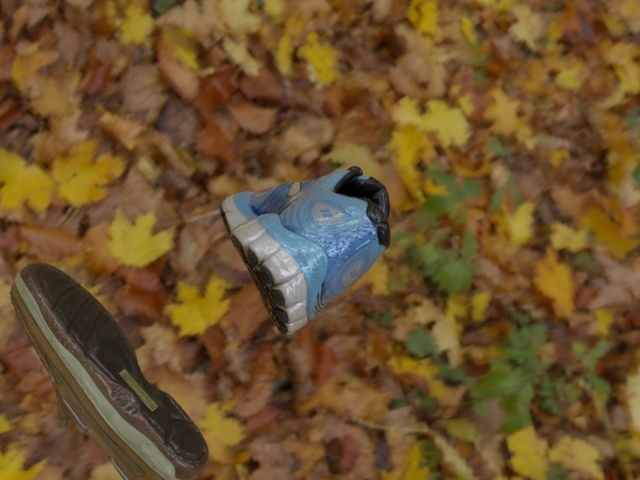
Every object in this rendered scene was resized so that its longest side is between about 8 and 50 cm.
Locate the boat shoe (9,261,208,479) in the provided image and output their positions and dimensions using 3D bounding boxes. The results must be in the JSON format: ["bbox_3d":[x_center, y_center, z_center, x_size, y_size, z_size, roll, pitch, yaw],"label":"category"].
[{"bbox_3d":[-0.164,0.105,1.047,0.190,0.072,0.068,52,26,7],"label":"boat shoe"}]

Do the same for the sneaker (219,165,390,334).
[{"bbox_3d":[0.000,0.000,0.681,0.073,0.162,0.063,-27,101,-3],"label":"sneaker"}]
